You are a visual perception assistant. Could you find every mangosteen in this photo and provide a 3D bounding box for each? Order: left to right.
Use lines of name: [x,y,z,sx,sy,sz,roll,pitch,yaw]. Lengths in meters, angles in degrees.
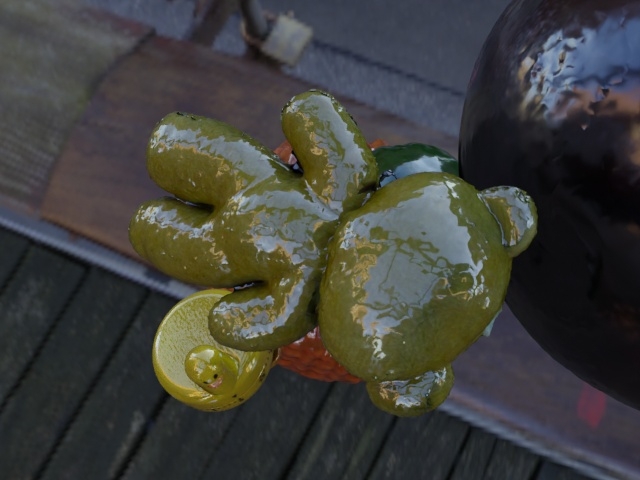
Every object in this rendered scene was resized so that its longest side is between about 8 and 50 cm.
mangosteen: [0.292,-0.086,0.908,0.382,0.435,0.382,21,31,-13]

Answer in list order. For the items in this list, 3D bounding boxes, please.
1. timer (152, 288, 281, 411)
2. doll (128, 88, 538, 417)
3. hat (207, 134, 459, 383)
timer: [-0.096,0.093,1.209,0.107,0.109,0.107,-9,64,19]
doll: [0.000,0.000,0.714,0.209,0.097,0.137,25,91,25]
hat: [0.066,-0.016,1.396,0.285,0.400,0.285,8,70,-23]
